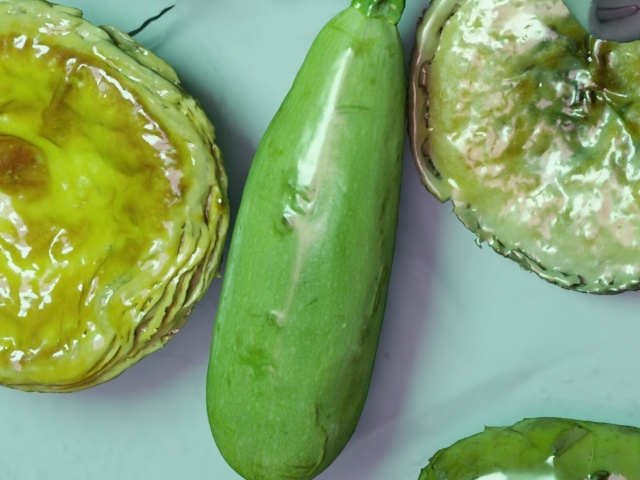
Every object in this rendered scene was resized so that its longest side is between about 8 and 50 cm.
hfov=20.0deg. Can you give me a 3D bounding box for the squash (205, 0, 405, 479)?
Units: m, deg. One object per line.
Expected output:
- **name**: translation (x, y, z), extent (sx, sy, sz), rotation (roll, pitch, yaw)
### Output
- **squash**: translation (-0.005, 0.002, 1.231), extent (0.118, 0.118, 0.371), rotation (16, 111, 11)

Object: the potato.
- **potato**: translation (0.172, 0.181, 1.249), extent (0.225, 0.090, 0.117), rotation (-6, 102, 18)

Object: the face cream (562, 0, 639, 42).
- **face cream**: translation (0.176, -0.242, 1.071), extent (0.175, 0.175, 0.195), rotation (-37, 68, 20)

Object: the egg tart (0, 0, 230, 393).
- **egg tart**: translation (-0.195, -0.035, 1.289), extent (0.294, 0.116, 0.295), rotation (4, 106, 15)

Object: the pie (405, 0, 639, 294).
- **pie**: translation (0.188, -0.095, 1.197), extent (0.274, 0.055, 0.274), rotation (3, 103, 15)
